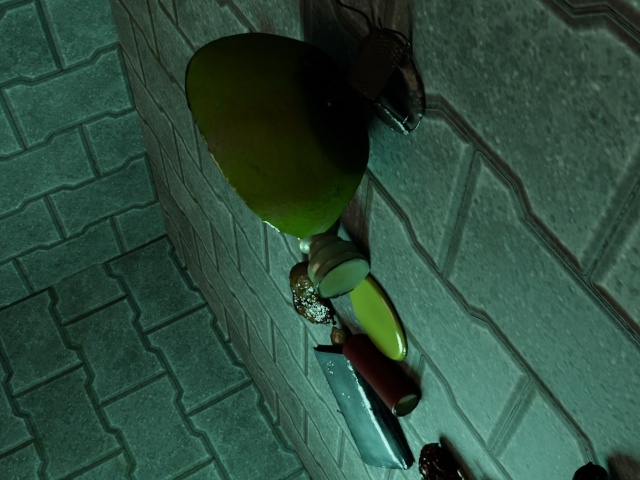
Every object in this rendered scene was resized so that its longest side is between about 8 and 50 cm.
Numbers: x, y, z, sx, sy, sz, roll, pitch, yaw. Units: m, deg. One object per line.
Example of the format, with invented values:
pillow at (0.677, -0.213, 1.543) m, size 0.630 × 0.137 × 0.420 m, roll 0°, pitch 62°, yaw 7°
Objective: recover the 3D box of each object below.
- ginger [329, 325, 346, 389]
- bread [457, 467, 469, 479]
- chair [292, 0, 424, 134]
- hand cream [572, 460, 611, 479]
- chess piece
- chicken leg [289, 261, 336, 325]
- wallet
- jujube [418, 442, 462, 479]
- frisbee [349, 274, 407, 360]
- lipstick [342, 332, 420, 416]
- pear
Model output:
ginger at (0.059, 0.340, 2.190) m, size 0.089 × 0.075 × 0.288 m, roll 41°, pitch 148°, yaw 41°
bread at (0.377, 0.634, 1.652) m, size 0.344 × 0.084 × 0.124 m, roll 57°, pitch 161°, yaw 23°
chair at (0.084, -0.265, 1.262) m, size 0.213 × 0.149 × 0.174 m, roll 21°, pitch -163°, yaw -46°
hand cream at (0.456, 0.444, 1.231) m, size 0.235 × 0.055 × 0.086 m, roll 61°, pitch 164°, yaw -14°
chess piece at (0.000, 0.000, 1.804) m, size 0.133 × 0.133 × 0.243 m, roll 89°, pitch 155°, yaw -52°
chicken leg at (-0.020, 0.142, 2.138) m, size 0.177 × 0.083 × 0.322 m, roll 43°, pitch 156°, yaw 29°
wallet at (0.107, 0.446, 2.112) m, size 0.191 × 0.046 × 0.379 m, roll -10°, pitch 110°, yaw 55°
jujube at (0.277, 0.547, 1.814) m, size 0.104 × 0.104 × 0.166 m, roll 97°, pitch 156°, yaw -59°
frisbee at (0.129, 0.176, 1.840) m, size 0.236 × 0.017 × 0.236 m, roll 53°, pitch 159°, yaw 32°
lipstick at (0.142, 0.319, 1.896) m, size 0.241 × 0.080 × 0.080 m, roll 46°, pitch 155°, yaw 46°
pear at (-0.037, -0.212, 1.385) m, size 0.165 × 0.399 × 0.399 m, roll -25°, pitch 90°, yaw 30°
